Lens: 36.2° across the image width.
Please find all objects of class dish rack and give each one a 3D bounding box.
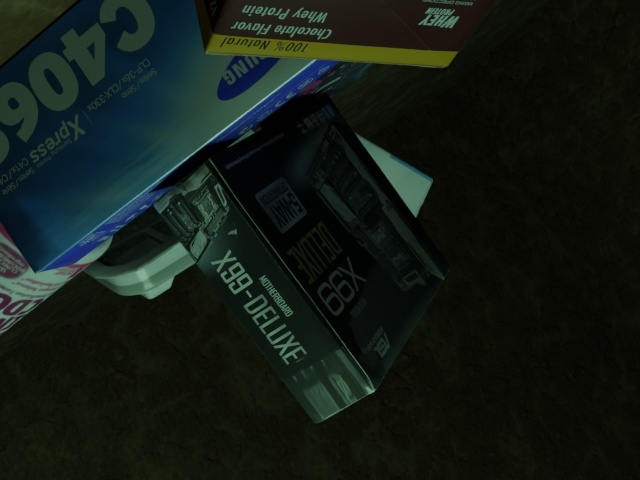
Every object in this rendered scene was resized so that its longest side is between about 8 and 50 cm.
[{"bbox_3d":[-0.200,-0.040,1.229,0.285,0.072,0.333,-35,-147,-23],"label":"dish rack"}]

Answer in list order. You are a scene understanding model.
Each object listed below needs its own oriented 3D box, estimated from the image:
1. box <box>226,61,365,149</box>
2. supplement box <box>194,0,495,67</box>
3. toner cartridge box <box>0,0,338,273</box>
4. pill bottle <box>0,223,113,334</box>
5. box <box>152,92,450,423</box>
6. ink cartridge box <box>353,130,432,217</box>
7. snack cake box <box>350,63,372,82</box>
[{"bbox_3d":[-0.051,-0.207,1.105,0.163,0.142,0.247,-34,178,-32],"label":"box"},{"bbox_3d":[0.028,-0.226,0.639,0.191,0.129,0.194,-1,152,-24],"label":"supplement box"},{"bbox_3d":[-0.149,-0.136,0.845,0.348,0.165,0.075,-36,178,13],"label":"toner cartridge box"},{"bbox_3d":[-0.368,0.024,1.029,0.283,0.160,0.160,-36,178,22],"label":"pill bottle"},{"bbox_3d":[0.000,0.000,0.958,0.076,0.242,0.307,-34,-176,27],"label":"box"},{"bbox_3d":[-0.031,-0.068,1.368,0.198,0.270,0.197,24,92,-45],"label":"ink cartridge box"},{"bbox_3d":[0.040,-0.293,1.375,0.152,0.089,0.264,-33,178,-31],"label":"snack cake box"}]
